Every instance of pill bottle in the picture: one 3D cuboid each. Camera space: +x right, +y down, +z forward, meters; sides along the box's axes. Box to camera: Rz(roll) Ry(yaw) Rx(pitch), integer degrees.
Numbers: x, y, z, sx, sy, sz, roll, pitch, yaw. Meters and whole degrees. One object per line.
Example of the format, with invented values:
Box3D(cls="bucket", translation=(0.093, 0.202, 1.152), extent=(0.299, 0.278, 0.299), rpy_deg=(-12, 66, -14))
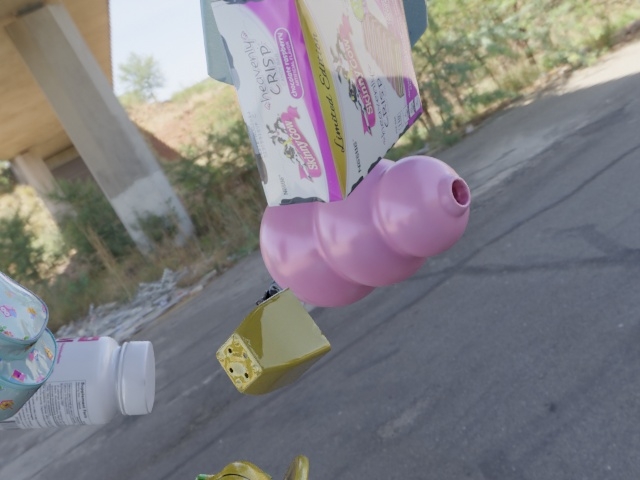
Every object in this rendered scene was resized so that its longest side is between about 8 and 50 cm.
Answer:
Box3D(cls="pill bottle", translation=(-0.457, 0.259, 1.161), extent=(0.283, 0.160, 0.160), rpy_deg=(-1, 9, -8))

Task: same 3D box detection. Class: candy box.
Box3D(cls="candy box", translation=(0.015, -0.147, 0.540), extent=(0.071, 0.159, 0.233), rpy_deg=(-3, 26, 27))

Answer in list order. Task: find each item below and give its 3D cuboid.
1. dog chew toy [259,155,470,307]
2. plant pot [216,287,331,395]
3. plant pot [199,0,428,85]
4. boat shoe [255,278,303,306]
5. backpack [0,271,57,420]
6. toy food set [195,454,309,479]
Box3D(cls="dog chew toy", translation=(0.063, -0.022, 0.877), extent=(0.331, 0.207, 0.206), rpy_deg=(-20, 14, 48))
Box3D(cls="plant pot", translation=(-0.057, 0.112, 0.649), extent=(0.083, 0.081, 0.081), rpy_deg=(-20, -22, -49))
Box3D(cls="plant pot", translation=(-0.011, -0.354, 0.827), extent=(0.247, 0.252, 0.248), rpy_deg=(23, 59, 21))
Box3D(cls="boat shoe", translation=(-0.085, 0.135, 1.147), extent=(0.076, 0.229, 0.080), rpy_deg=(1, 17, -28))
Box3D(cls="backpack", translation=(-0.424, 0.127, 0.788), extent=(0.144, 0.188, 0.166), rpy_deg=(-40, 25, 5))
Box3D(cls="toy food set", translation=(-0.075, 0.223, 0.391), extent=(0.128, 0.071, 0.218), rpy_deg=(-70, 1, -74))
